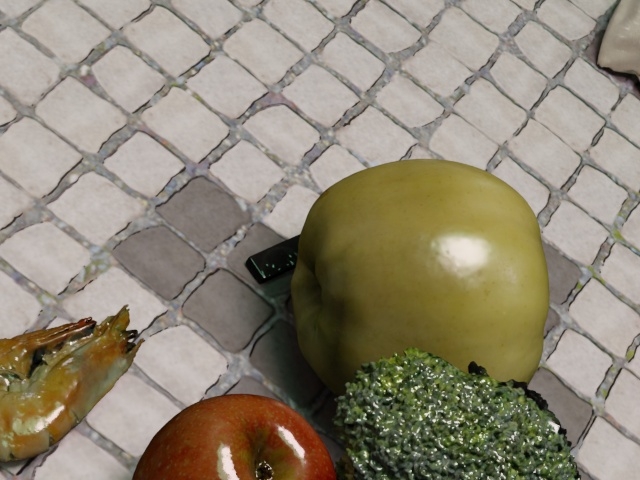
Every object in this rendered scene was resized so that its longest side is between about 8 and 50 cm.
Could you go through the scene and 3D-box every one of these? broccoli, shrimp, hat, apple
[{"bbox_3d":[0.123,0.206,1.286,0.226,0.198,0.176,23,1,-43],"label":"broccoli"},{"bbox_3d":[-0.243,0.115,1.325,0.115,0.051,0.217,41,50,8],"label":"shrimp"},{"bbox_3d":[0.506,-0.243,1.944,0.219,0.164,0.226,-23,48,-37],"label":"hat"},{"bbox_3d":[-0.071,0.224,1.255,0.181,0.168,0.181,19,48,-23],"label":"apple"},{"bbox_3d":[0.099,0.049,1.423,0.262,0.262,0.262,15,50,-18],"label":"apple"}]

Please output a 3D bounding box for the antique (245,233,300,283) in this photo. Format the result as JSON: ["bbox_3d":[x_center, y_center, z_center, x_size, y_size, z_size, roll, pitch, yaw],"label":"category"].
[{"bbox_3d":[0.000,0.000,1.564,0.192,0.015,0.031,-25,71,-39],"label":"antique"}]
